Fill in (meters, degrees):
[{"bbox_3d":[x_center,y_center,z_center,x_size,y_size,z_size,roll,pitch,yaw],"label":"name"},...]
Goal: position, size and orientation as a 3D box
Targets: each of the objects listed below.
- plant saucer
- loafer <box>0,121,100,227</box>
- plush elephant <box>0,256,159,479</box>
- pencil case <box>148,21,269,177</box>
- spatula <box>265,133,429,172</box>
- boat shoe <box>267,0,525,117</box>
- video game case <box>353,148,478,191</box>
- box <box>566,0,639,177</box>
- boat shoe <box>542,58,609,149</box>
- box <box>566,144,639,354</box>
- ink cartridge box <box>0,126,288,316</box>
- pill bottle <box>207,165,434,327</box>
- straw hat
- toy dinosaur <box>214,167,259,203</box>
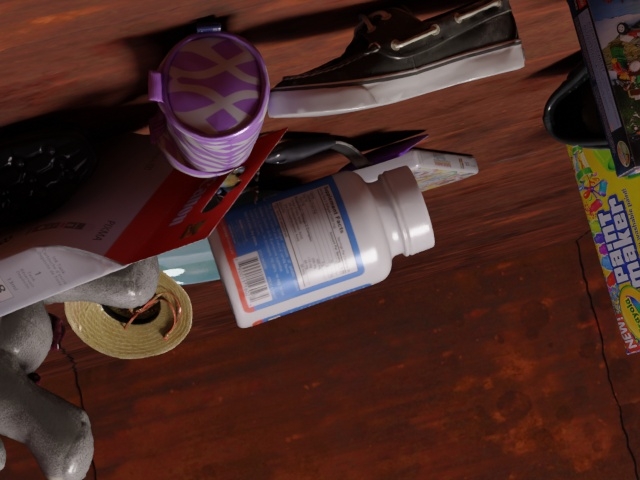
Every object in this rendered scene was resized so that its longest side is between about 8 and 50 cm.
[{"bbox_3d":[-0.135,-0.003,2.119,0.317,0.044,0.317,-11,168,-2],"label":"plant saucer"},{"bbox_3d":[-0.273,-0.045,1.534,0.223,0.076,0.078,-25,-157,24],"label":"loafer"},{"bbox_3d":[-0.362,0.125,1.915,0.330,0.272,0.255,15,152,-10],"label":"plush elephant"},{"bbox_3d":[-0.086,-0.098,1.405,0.088,0.086,0.206,-9,173,-5],"label":"pencil case"},{"bbox_3d":[0.018,-0.090,1.912,0.084,0.030,0.296,-16,174,28],"label":"spatula"},{"bbox_3d":[0.053,-0.143,1.427,0.219,0.070,0.078,-17,-171,-26],"label":"boat shoe"},{"bbox_3d":[0.052,-0.061,2.238,0.227,0.026,0.206,-18,173,23],"label":"video game case"},{"bbox_3d":[0.336,-0.156,1.549,0.233,0.159,0.044,-14,173,-14],"label":"box"},{"bbox_3d":[0.316,-0.144,1.734,0.113,0.127,0.340,-17,-173,-24],"label":"boat shoe"},{"bbox_3d":[0.459,-0.051,2.096,0.177,0.290,0.279,-8,169,-44],"label":"box"},{"bbox_3d":[-0.162,-0.035,1.536,0.232,0.066,0.189,-24,-160,33],"label":"ink cartridge box"},{"bbox_3d":[0.000,0.000,1.936,0.221,0.124,0.124,-18,173,-5],"label":"pill bottle"},{"bbox_3d":[-0.210,0.062,2.095,0.144,0.144,0.061,-17,-151,17],"label":"straw hat"},{"bbox_3d":[-0.104,-0.057,1.899,0.082,0.047,0.090,4,-179,-7],"label":"toy dinosaur"}]
